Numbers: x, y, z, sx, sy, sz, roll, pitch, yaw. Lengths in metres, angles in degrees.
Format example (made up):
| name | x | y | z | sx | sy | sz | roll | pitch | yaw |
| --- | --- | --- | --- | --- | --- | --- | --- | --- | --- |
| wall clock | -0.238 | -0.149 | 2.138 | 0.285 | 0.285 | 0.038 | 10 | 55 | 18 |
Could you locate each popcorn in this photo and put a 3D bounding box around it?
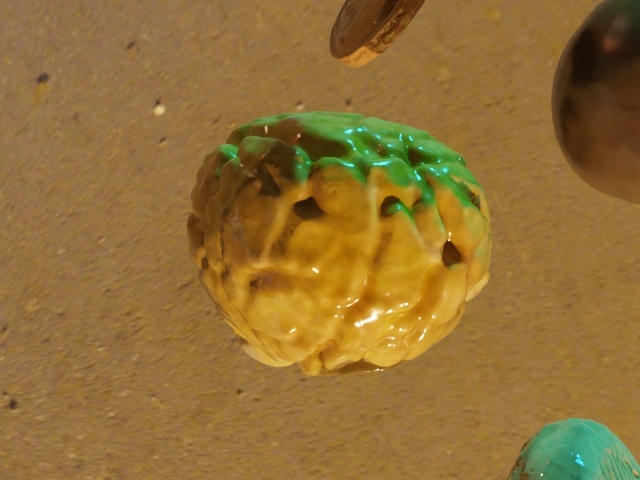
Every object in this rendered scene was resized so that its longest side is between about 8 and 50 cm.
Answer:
| name | x | y | z | sx | sy | sz | roll | pitch | yaw |
| --- | --- | --- | --- | --- | --- | --- | --- | --- | --- |
| popcorn | 0.015 | 0.005 | 1.474 | 0.354 | 0.390 | 0.344 | 14 | 84 | -51 |

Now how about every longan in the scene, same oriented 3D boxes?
| name | x | y | z | sx | sy | sz | roll | pitch | yaw |
| --- | --- | --- | --- | --- | --- | --- | --- | --- | --- |
| longan | 0.420 | -0.165 | 1.329 | 0.297 | 0.297 | 0.297 | 4 | 79 | -22 |

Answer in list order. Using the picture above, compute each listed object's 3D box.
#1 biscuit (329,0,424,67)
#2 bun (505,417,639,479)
| name | x | y | z | sx | sy | sz | roll | pitch | yaw |
| --- | --- | --- | --- | --- | --- | --- | --- | --- | --- |
| biscuit | 0.083 | -0.319 | 1.340 | 0.044 | 0.202 | 0.288 | 30 | 48 | -20 |
| bun | 0.214 | 0.258 | 0.969 | 0.220 | 0.134 | 0.220 | 34 | 46 | -44 |
